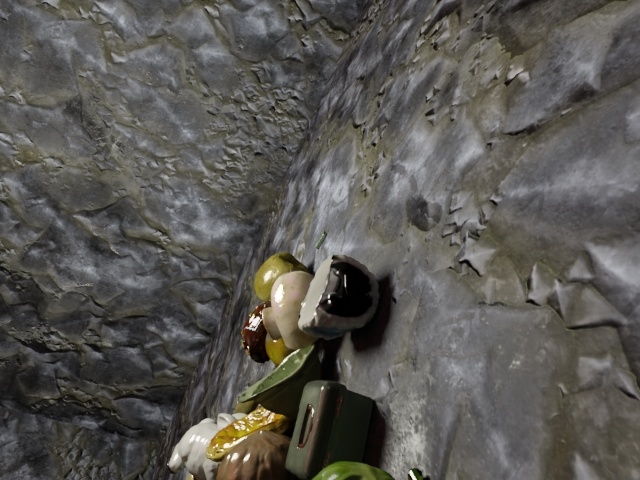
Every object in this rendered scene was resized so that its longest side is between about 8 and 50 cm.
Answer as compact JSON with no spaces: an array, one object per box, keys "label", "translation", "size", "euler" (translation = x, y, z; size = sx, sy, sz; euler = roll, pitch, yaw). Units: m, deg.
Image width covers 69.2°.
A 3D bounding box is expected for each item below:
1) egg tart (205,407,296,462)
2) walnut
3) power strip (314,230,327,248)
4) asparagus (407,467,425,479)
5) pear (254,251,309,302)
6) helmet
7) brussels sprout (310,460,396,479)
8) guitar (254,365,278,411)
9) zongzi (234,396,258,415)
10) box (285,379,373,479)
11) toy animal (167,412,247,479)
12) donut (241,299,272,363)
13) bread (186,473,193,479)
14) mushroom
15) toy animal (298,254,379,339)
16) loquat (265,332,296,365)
[{"label":"egg tart","translation":[-0.186,0.578,1.340],"size":[0.295,0.295,0.116],"euler":[-30,80,64]},{"label":"walnut","translation":[-0.129,0.580,1.077],"size":[0.227,0.273,0.273],"euler":[-7,58,38]},{"label":"power strip","translation":[0.000,0.000,1.795],"size":[0.083,0.017,0.027],"euler":[-58,18,26]},{"label":"asparagus","translation":[0.176,0.407,0.702],"size":[0.036,0.030,0.165],"euler":[-57,16,-2]},{"label":"pear","translation":[-0.149,0.163,1.746],"size":[0.211,0.188,0.228],"euler":[-61,20,13]},{"label":"helmet","translation":[-0.081,0.411,1.267],"size":[0.257,0.137,0.204],"euler":[-34,0,-25]},{"label":"brussels sprout","translation":[0.054,0.467,0.722],"size":[0.244,0.244,0.244],"euler":[-56,20,33]},{"label":"guitar","translation":[-0.178,0.527,1.633],"size":[0.084,0.038,0.271],"euler":[-20,46,63]},{"label":"zongzi","translation":[-0.264,0.643,1.694],"size":[0.176,0.078,0.160],"euler":[-40,37,51]},{"label":"box","translation":[0.020,0.416,1.000],"size":[0.148,0.129,0.210],"euler":[-32,38,61]},{"label":"toy animal","translation":[-0.331,0.694,1.569],"size":[0.357,0.194,0.258],"euler":[-30,45,28]},{"label":"donut","translation":[-0.188,0.316,1.621],"size":[0.216,0.096,0.230],"euler":[-57,-27,-8]},{"label":"bread","translation":[-0.427,0.872,1.793],"size":[0.311,0.121,0.173],"euler":[-64,-4,4]},{"label":"mushroom","translation":[-0.082,0.201,1.338],"size":[0.236,0.162,0.173],"euler":[-28,23,19]},{"label":"toy animal","translation":[0.048,0.160,1.206],"size":[0.204,0.156,0.208],"euler":[-46,19,55]},{"label":"loquat","translation":[-0.106,0.330,1.485],"size":[0.152,0.152,0.195],"euler":[-58,28,28]}]
